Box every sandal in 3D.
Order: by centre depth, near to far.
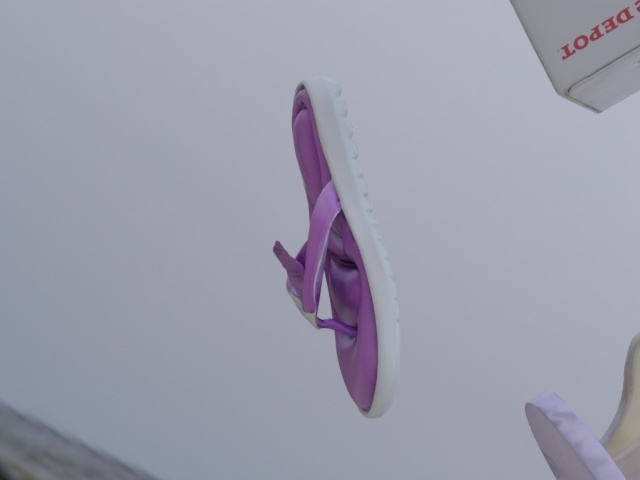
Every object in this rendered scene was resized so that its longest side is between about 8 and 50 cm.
[{"bbox_3d":[-0.001,0.010,1.804,0.102,0.416,0.169,-4,-40,-10],"label":"sandal"}]

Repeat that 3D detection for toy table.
[{"bbox_3d":[0.345,0.239,1.773,0.274,0.161,0.252,59,-9,-12],"label":"toy table"}]

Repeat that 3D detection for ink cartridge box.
[{"bbox_3d":[0.378,-0.409,2.310,0.166,0.285,0.395,13,50,-60],"label":"ink cartridge box"}]
